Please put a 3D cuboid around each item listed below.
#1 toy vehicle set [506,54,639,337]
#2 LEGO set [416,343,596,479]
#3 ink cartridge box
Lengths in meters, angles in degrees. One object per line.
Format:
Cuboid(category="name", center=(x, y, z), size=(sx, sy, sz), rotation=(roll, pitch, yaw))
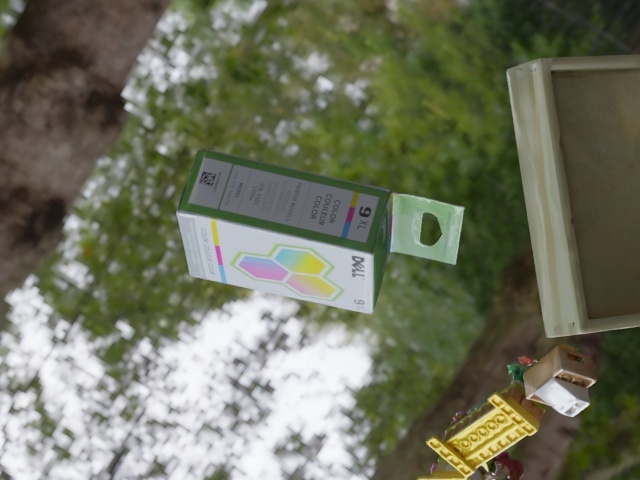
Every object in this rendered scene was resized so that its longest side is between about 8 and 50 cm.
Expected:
Cuboid(category="toy vehicle set", center=(0.248, -0.035, 0.977), size=(0.266, 0.166, 0.035), rotation=(-5, 175, -28))
Cuboid(category="LEGO set", center=(0.162, 0.170, 1.311), size=(0.132, 0.287, 0.107), rotation=(14, -141, 16))
Cuboid(category="ink cartridge box", center=(0.000, 0.000, 1.190), size=(0.209, 0.062, 0.109), rotation=(12, 154, 7))
